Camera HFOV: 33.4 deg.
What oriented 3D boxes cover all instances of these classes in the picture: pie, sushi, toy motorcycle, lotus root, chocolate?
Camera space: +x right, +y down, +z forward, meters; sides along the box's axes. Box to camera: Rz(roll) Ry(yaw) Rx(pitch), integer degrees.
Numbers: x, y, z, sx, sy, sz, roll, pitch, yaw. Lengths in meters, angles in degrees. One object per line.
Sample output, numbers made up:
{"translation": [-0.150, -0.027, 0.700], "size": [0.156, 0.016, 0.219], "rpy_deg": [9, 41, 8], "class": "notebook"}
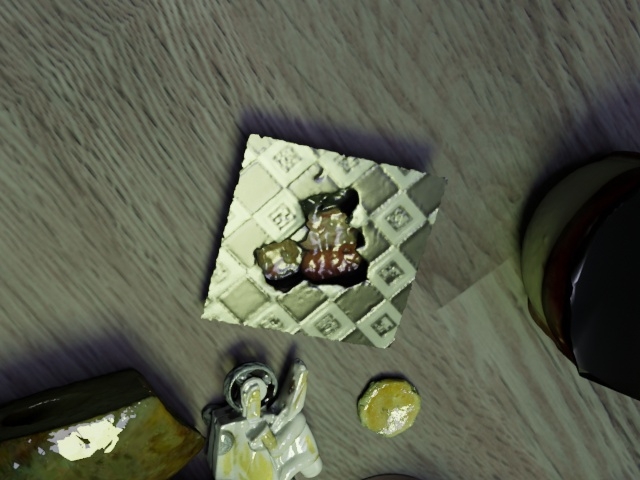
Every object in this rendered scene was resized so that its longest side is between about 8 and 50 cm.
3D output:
{"translation": [0.086, 0.204, 1.313], "size": [0.084, 0.020, 0.084], "rpy_deg": [-7, 112, -17], "class": "pie"}
{"translation": [0.000, 0.000, 1.202], "size": [0.231, 0.047, 0.219], "rpy_deg": [11, 109, -17], "class": "sushi"}
{"translation": [-0.063, 0.244, 1.251], "size": [0.151, 0.074, 0.228], "rpy_deg": [6, 105, -22], "class": "toy motorcycle"}
{"translation": [-0.283, 0.250, 1.145], "size": [0.314, 0.142, 0.210], "rpy_deg": [-26, 115, -7], "class": "lotus root"}
{"translation": [0.354, 0.035, 1.252], "size": [0.284, 0.186, 0.283], "rpy_deg": [-5, 103, -23], "class": "chocolate"}

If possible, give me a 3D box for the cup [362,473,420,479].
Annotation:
{"translation": [0.135, 0.409, 1.300], "size": [0.253, 0.200, 0.191], "rpy_deg": [-16, 112, -13], "class": "cup"}
